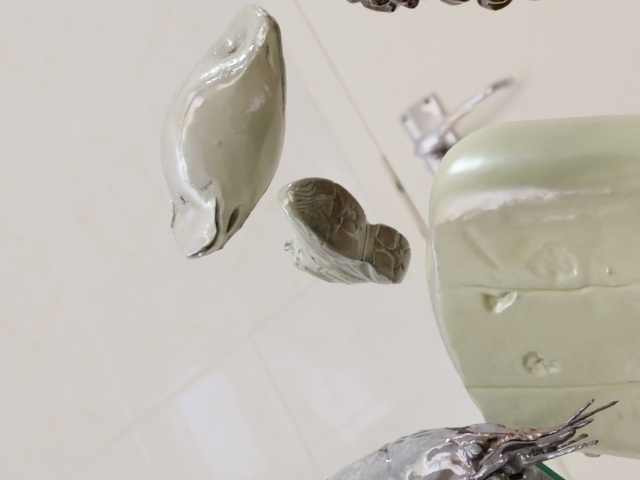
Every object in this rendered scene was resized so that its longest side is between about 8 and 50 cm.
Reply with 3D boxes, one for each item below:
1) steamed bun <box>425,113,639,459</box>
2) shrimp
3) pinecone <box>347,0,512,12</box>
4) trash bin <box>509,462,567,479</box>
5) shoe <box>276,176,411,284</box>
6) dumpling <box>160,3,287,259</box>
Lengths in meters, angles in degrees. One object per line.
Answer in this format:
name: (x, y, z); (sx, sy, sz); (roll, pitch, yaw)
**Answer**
steamed bun: (0.349, 0.045, 1.230); (0.371, 0.456, 0.290); (1, 42, 28)
shrimp: (0.104, 0.212, 0.824); (0.116, 0.145, 0.343); (-4, -27, -44)
pinecone: (0.065, -0.379, 0.906); (0.384, 0.384, 0.384); (-26, -18, -9)
trash bin: (0.151, 0.380, 1.130); (0.295, 0.259, 0.381); (-54, 0, -12)
shoe: (0.000, 0.000, 2.014); (0.210, 0.132, 0.342); (-10, -31, 38)
dumpling: (-0.153, -0.165, 1.537); (0.181, 0.341, 0.260); (-12, 18, -20)
